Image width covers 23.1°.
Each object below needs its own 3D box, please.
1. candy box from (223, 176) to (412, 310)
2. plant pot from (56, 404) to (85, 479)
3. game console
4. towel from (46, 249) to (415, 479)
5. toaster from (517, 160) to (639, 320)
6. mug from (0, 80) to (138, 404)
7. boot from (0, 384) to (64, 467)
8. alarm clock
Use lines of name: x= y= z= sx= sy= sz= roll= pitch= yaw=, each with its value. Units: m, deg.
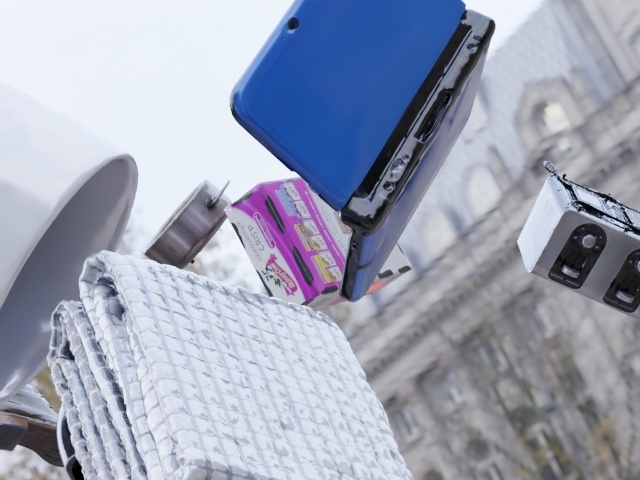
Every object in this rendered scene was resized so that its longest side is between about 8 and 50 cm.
candy box: x=0.000 y=0.000 z=1.965 sx=0.071 sy=0.159 sz=0.233 roll=-35 pitch=-12 yaw=31
plant pot: x=-0.146 y=0.202 z=1.471 sx=0.187 sy=0.188 sz=0.167 roll=-29 pitch=27 yaw=-16
game console: x=0.039 y=-0.131 z=1.580 sx=0.293 sy=0.173 sz=0.250 roll=-58 pitch=-12 yaw=-29
towel: x=-0.059 y=0.145 z=1.128 sx=0.235 sy=0.283 sz=0.121 roll=20 pitch=-65 yaw=-33
toaster: x=0.345 y=0.003 z=1.963 sx=0.185 sy=0.168 sz=0.110 roll=-90 pitch=26 yaw=-70
mug: x=-0.384 y=-0.023 z=1.519 sx=0.276 sy=0.328 sz=0.374 roll=-58 pitch=-8 yaw=-19
boot: x=-0.397 y=0.260 z=2.278 sx=0.219 sy=0.106 sz=0.082 roll=22 pitch=-52 yaw=-34
alarm clock: x=-0.161 y=-0.024 z=2.032 sx=0.192 sy=0.064 sz=0.129 roll=-45 pitch=8 yaw=49
